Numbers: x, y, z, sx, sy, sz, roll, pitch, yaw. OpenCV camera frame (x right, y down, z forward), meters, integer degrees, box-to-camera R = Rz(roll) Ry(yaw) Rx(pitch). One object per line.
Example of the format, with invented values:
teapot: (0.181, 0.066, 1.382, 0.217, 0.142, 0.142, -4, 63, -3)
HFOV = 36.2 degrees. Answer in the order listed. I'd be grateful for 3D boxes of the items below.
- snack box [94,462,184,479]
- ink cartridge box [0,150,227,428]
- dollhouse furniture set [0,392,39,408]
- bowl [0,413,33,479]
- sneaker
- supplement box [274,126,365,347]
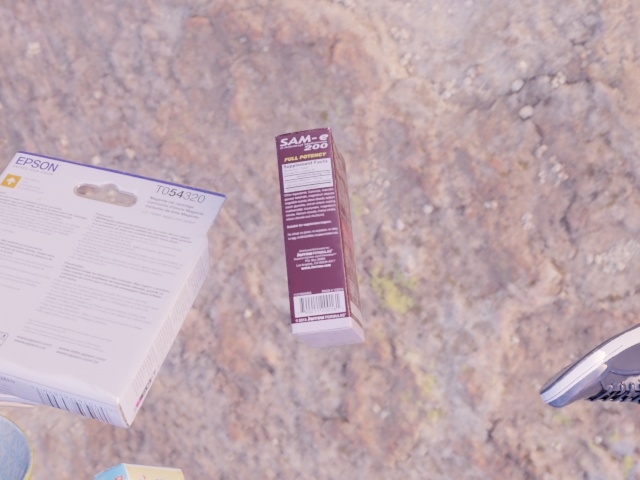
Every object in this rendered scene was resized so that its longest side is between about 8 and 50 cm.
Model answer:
snack box: (-0.228, 0.498, 1.471, 0.060, 0.187, 0.322, -27, 67, 11)
ink cartridge box: (-0.319, 0.047, 1.234, 0.324, 0.330, 0.071, 13, 141, 15)
dollhouse furniture set: (-0.475, 0.134, 1.568, 0.198, 0.286, 0.304, -37, 48, 53)
bowl: (-0.549, 0.371, 1.367, 0.289, 0.289, 0.156, 20, 117, 25)
sneaker: (0.370, 0.181, 1.104, 0.163, 0.226, 0.086, 62, 156, 15)
supplement box: (0.000, 0.000, 1.173, 0.073, 0.130, 0.240, -7, 75, 8)
